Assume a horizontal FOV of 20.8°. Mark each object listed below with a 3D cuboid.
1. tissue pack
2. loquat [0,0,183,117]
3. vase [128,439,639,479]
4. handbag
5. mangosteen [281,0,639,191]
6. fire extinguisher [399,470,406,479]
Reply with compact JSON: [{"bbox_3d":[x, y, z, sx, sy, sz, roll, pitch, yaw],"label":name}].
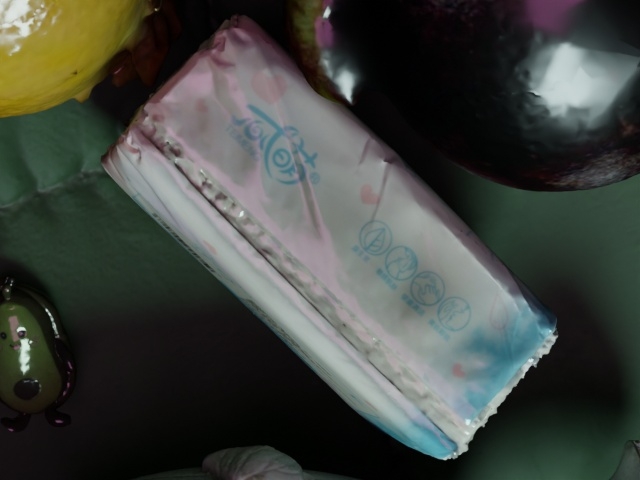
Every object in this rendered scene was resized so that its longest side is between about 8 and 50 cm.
[{"bbox_3d":[-0.001,0.000,1.072,0.271,0.201,0.124,43,79,-7],"label":"tissue pack"},{"bbox_3d":[-0.191,-0.188,0.994,0.274,0.275,0.275,1,110,1],"label":"loquat"},{"bbox_3d":[0.026,0.247,1.131,0.445,0.250,0.250,-10,110,15],"label":"vase"},{"bbox_3d":[-0.205,0.073,1.199,0.072,0.047,0.111,-9,112,4],"label":"handbag"},{"bbox_3d":[0.101,-0.161,0.996,0.302,0.275,0.275,6,111,20],"label":"mangosteen"},{"bbox_3d":[0.095,0.222,1.251,0.132,0.039,0.056,37,98,-11],"label":"fire extinguisher"}]
